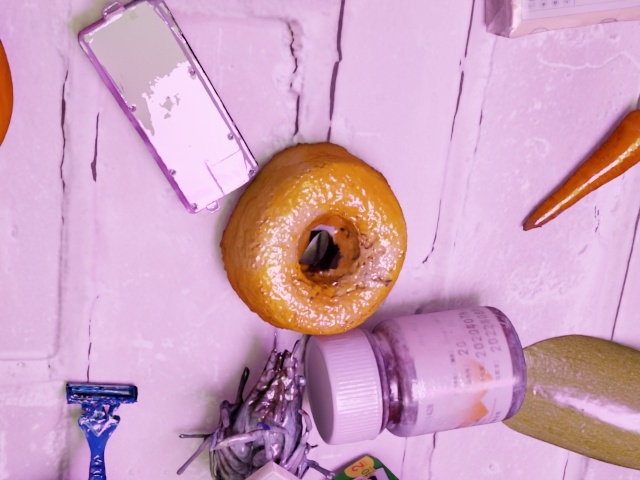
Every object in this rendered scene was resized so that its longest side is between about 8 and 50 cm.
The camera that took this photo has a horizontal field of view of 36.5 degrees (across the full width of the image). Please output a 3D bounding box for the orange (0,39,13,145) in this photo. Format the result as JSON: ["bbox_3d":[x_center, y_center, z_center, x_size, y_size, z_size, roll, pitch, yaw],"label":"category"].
[{"bbox_3d":[-0.442,-0.155,0.974,0.261,0.261,0.261,-6,112,-15],"label":"orange"}]

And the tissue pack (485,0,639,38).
[{"bbox_3d":[0.309,-0.340,1.216,0.196,0.092,0.148,-9,113,-12],"label":"tissue pack"}]

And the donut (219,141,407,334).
[{"bbox_3d":[-0.002,0.002,1.248,0.253,0.118,0.253,-3,99,-24],"label":"donut"}]

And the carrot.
[{"bbox_3d":[0.387,-0.093,1.359,0.257,0.061,0.061,-45,117,7],"label":"carrot"}]

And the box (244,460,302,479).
[{"bbox_3d":[-0.039,0.349,1.248,0.090,0.024,0.167,-40,123,15],"label":"box"}]

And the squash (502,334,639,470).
[{"bbox_3d":[0.410,0.236,1.514,0.261,0.189,0.189,18,108,14],"label":"squash"}]

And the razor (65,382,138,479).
[{"bbox_3d":[-0.275,0.336,1.214,0.093,0.324,0.056,4,148,-20],"label":"razor"}]

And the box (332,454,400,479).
[{"bbox_3d":[0.123,0.449,1.421,0.103,0.180,0.250,-39,119,-13],"label":"box"}]

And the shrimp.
[{"bbox_3d":[-0.092,0.312,1.315,0.221,0.166,0.410,17,127,8],"label":"shrimp"}]

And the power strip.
[{"bbox_3d":[-0.177,-0.162,1.162,0.109,0.037,0.279,-32,116,-4],"label":"power strip"}]

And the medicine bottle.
[{"bbox_3d":[0.127,0.185,1.324,0.273,0.165,0.165,-8,113,-15],"label":"medicine bottle"}]
